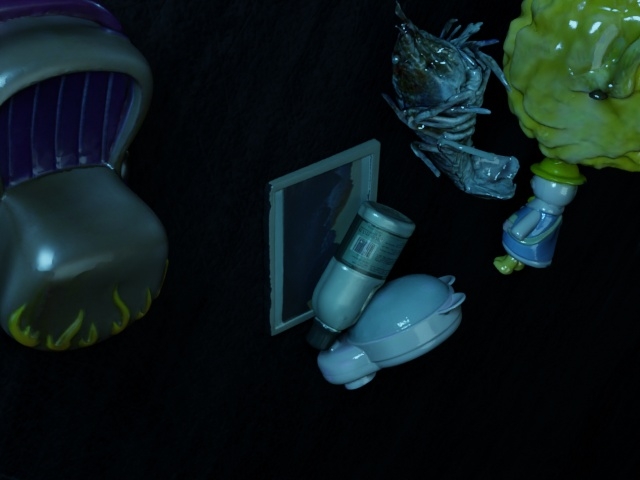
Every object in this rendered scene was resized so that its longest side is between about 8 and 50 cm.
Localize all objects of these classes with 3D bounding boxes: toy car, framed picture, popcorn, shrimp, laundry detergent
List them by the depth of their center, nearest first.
[{"bbox_3d":[-0.262,-0.062,1.033,0.271,0.240,0.341,-17,134,-38],"label":"toy car"},{"bbox_3d":[0.183,-0.174,1.474,0.410,0.165,0.222,69,32,-62],"label":"shrimp"},{"bbox_3d":[0.001,0.000,1.527,0.192,0.018,0.266,-24,135,-29],"label":"framed picture"},{"bbox_3d":[0.435,-0.277,1.541,0.349,0.348,0.382,75,23,-46],"label":"popcorn"},{"bbox_3d":[0.046,0.057,1.545,0.099,0.070,0.226,12,110,-52],"label":"laundry detergent"}]

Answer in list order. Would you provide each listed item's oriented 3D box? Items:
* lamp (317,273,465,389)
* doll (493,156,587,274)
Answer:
[{"bbox_3d":[0.099,0.125,1.626,0.246,0.179,0.108,-32,98,5],"label":"lamp"},{"bbox_3d":[0.367,-0.048,1.792,0.135,0.099,0.241,7,115,-22],"label":"doll"}]
